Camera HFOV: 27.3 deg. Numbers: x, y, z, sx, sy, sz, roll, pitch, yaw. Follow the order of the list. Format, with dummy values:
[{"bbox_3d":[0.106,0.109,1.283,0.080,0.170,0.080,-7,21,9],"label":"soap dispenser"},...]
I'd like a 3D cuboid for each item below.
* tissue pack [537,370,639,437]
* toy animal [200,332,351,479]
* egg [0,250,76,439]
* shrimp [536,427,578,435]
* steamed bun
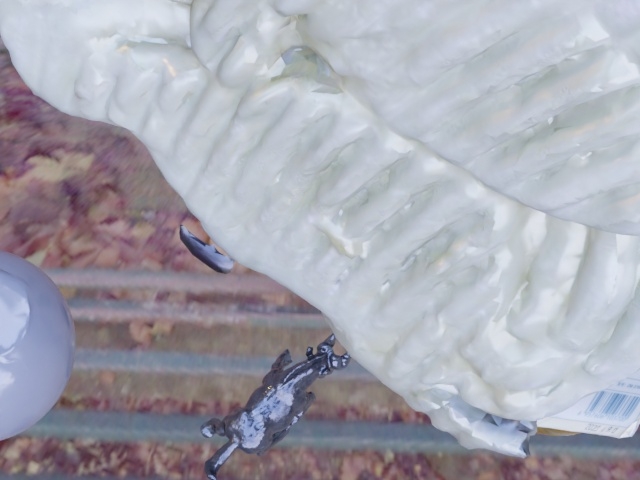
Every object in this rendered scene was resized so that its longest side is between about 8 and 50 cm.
[{"bbox_3d":[0.174,0.058,0.971,0.196,0.092,0.148,12,114,-35],"label":"tissue pack"},{"bbox_3d":[-0.065,0.202,1.642,0.232,0.148,0.084,-41,81,-10],"label":"toy animal"},{"bbox_3d":[-0.318,0.100,1.226,0.176,0.232,0.176,5,73,-18],"label":"egg"},{"bbox_3d":[0.172,0.058,1.329,0.085,0.445,0.272,-7,87,-21],"label":"shrimp"},{"bbox_3d":[0.057,-0.123,0.517,0.346,0.237,0.394,11,135,33],"label":"steamed bun"}]
